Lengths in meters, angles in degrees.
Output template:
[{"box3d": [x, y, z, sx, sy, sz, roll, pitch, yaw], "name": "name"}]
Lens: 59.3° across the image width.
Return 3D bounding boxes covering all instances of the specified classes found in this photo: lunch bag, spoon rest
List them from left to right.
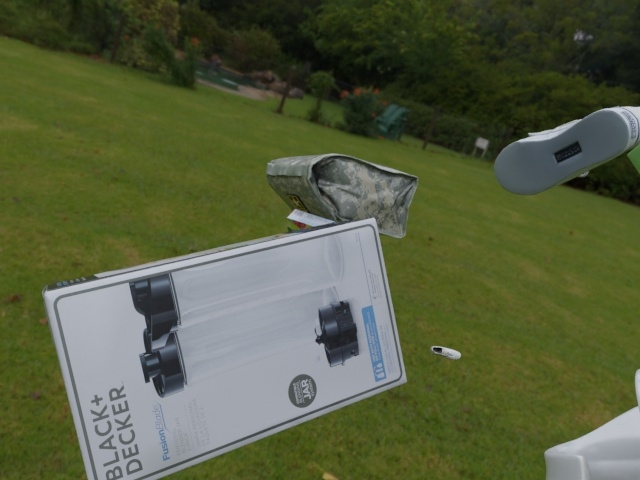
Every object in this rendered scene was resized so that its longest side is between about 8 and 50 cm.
[{"box3d": [0.034, -0.112, 1.277, 0.286, 0.169, 0.235, 13, 1, -28], "name": "lunch bag"}, {"box3d": [0.352, 0.258, 0.650, 0.276, 0.138, 0.084, 9, -11, -31], "name": "spoon rest"}]

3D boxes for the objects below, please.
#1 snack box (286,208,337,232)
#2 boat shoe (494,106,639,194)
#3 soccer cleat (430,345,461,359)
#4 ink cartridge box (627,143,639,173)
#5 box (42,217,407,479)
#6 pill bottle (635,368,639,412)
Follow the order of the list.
[{"box3d": [0.000, 0.000, 1.181, 0.141, 0.100, 0.037, 18, 46, 23], "name": "snack box"}, {"box3d": [0.553, -0.204, 1.232, 0.156, 0.136, 0.367, -18, -6, -27], "name": "boat shoe"}, {"box3d": [0.341, 0.306, 1.534, 0.083, 0.029, 0.036, 14, -15, 13], "name": "soccer cleat"}, {"box3d": [0.679, -0.200, 0.846, 0.207, 0.353, 0.119, -16, 70, -16], "name": "ink cartridge box"}, {"box3d": [-0.076, 0.089, 0.506, 0.289, 0.169, 0.087, -12, 4, -25], "name": "box"}, {"box3d": [0.440, 0.146, 0.490, 0.271, 0.153, 0.152, -21, -10, 34], "name": "pill bottle"}]
